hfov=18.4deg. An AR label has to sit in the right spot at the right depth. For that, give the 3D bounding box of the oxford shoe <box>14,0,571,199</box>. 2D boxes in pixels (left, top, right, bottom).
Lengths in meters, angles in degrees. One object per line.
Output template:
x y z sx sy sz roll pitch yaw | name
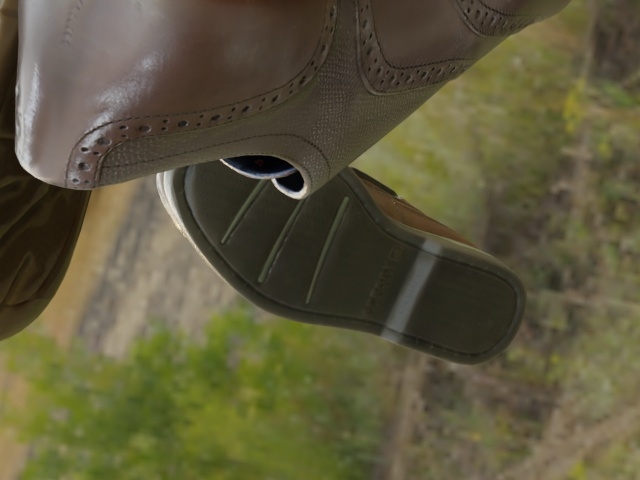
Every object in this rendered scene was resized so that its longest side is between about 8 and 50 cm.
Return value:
0.001 -0.095 0.764 0.363 0.130 0.133 -12 -50 -58 | oxford shoe

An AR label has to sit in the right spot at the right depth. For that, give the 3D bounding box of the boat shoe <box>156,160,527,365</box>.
0.000 0.000 1.340 0.111 0.307 0.104 -57 36 2 | boat shoe

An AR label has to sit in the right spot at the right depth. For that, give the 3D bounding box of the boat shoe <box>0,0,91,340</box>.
-0.125 -0.137 0.762 0.121 0.110 0.341 22 -95 -64 | boat shoe
